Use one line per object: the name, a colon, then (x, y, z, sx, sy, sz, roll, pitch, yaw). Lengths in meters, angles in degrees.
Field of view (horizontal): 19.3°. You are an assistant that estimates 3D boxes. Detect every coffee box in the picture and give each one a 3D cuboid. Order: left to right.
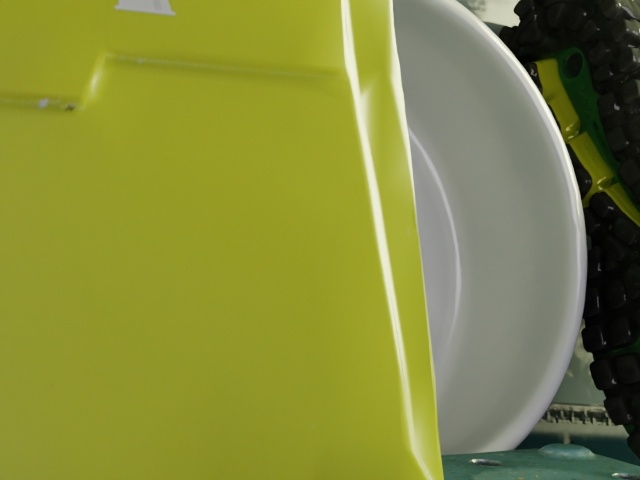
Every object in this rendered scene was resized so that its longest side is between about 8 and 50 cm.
coffee box: (-0.195, -0.047, 0.680, 0.337, 0.334, 0.338, 2, 78, -33)

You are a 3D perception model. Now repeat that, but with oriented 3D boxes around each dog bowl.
dog bowl: (0.000, 0.000, 0.936, 0.265, 0.104, 0.265, 8, 74, -31)

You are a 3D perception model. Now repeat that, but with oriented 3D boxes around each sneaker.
sneaker: (0.220, -0.001, 1.021, 0.146, 0.134, 0.343, 8, 54, -36)

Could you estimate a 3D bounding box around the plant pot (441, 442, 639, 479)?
plant pot: (0.093, 0.224, 0.818, 0.247, 0.248, 0.252, 2, 95, -33)
